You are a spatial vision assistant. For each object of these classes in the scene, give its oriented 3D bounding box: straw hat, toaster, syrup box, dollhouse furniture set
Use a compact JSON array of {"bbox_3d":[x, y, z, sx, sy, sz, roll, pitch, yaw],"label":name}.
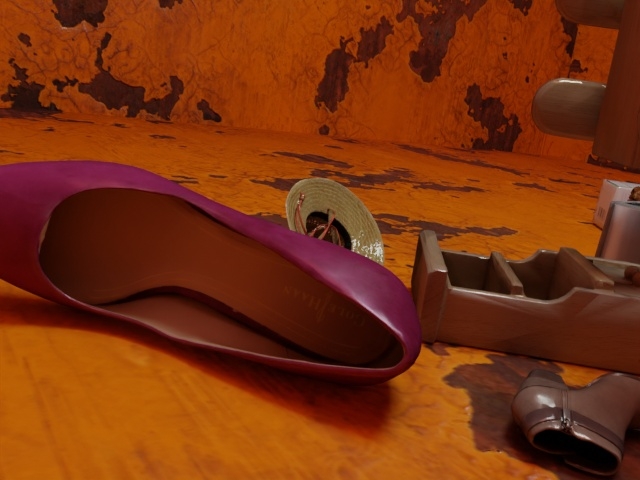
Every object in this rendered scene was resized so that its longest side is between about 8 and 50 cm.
[{"bbox_3d":[0.000,0.000,0.772,0.144,0.144,0.061,-7,-22,-48],"label":"straw hat"},{"bbox_3d":[0.463,0.018,0.883,0.186,0.110,0.168,-2,16,-36],"label":"toaster"},{"bbox_3d":[0.669,-0.051,1.323,0.237,0.096,0.093,9,15,3],"label":"syrup box"},{"bbox_3d":[0.244,-0.100,0.628,0.256,0.394,0.362,9,13,3],"label":"dollhouse furniture set"}]

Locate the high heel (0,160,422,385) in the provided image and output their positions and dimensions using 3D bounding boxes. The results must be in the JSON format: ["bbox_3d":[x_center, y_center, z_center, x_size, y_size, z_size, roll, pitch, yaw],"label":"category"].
[{"bbox_3d":[-0.113,0.014,0.492,0.377,0.127,0.181,10,3,-5],"label":"high heel"}]

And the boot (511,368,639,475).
[{"bbox_3d":[0.185,0.122,0.450,0.118,0.042,0.087,9,20,9],"label":"boot"}]

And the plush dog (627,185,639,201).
[{"bbox_3d":[0.590,-0.043,1.023,0.225,0.210,0.262,10,-12,-3],"label":"plush dog"}]
